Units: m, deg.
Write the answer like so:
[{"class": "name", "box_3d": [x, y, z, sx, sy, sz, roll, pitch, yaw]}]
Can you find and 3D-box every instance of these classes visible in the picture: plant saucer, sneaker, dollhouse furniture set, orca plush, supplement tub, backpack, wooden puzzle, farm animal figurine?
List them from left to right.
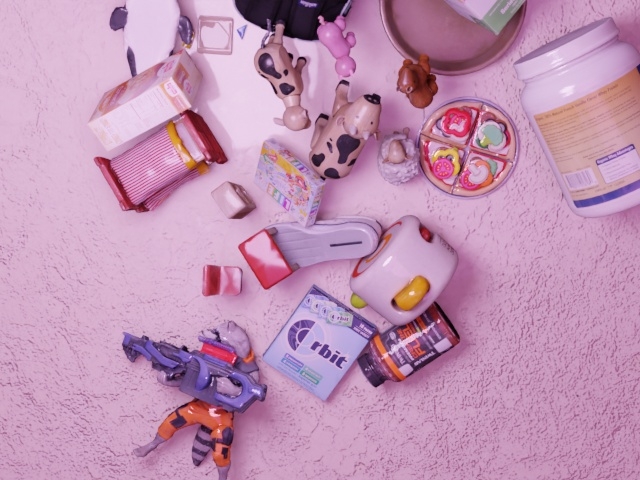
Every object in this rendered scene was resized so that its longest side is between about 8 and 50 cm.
[{"class": "orca plush", "box_3d": [-0.304, -0.384, 1.874, 0.151, 0.102, 0.287, -7, 121, 7]}, {"class": "dollhouse furniture set", "box_3d": [-0.230, -0.046, 1.871, 0.201, 0.152, 0.374, -33, 86, 7]}, {"class": "wooden puzzle", "box_3d": [-0.204, -0.396, 1.910, 0.116, 0.014, 0.078, 11, 105, 0]}, {"class": "backpack", "box_3d": [-0.044, -0.478, 1.775, 0.225, 0.253, 0.191, 17, 63, -4]}, {"class": "sneaker", "box_3d": [0.000, 0.000, 1.946, 0.258, 0.091, 0.094, 0, 107, 23]}, {"class": "farm animal figurine", "box_3d": [0.036, -0.228, 1.792, 0.331, 0.172, 0.326, 10, 140, 1]}, {"class": "supplement tub", "box_3d": [0.172, 0.212, 1.970, 0.198, 0.106, 0.106, -35, 98, 8]}, {"class": "plant saucer", "box_3d": [0.249, -0.452, 1.872, 0.278, 0.041, 0.277, 0, 100, 1]}, {"class": "supplement tub", "box_3d": [0.506, -0.224, 1.813, 0.228, 0.228, 0.316, -26, 100, 6]}]

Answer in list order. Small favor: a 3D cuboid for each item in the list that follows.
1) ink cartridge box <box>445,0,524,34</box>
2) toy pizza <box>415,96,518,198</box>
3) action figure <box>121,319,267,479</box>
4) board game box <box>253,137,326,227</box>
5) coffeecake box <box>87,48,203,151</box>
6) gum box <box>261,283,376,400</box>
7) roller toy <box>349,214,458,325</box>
[{"class": "ink cartridge box", "box_3d": [0.238, -0.473, 1.732, 0.212, 0.154, 0.093, 32, 102, -31]}, {"class": "toy pizza", "box_3d": [0.286, -0.178, 1.928, 0.201, 0.032, 0.201, 0, 101, 2]}, {"class": "action figure", "box_3d": [-0.252, 0.303, 2.004, 0.341, 0.178, 0.330, 27, 94, 24]}, {"class": "board game box", "box_3d": [-0.061, -0.111, 1.892, 0.154, 0.026, 0.103, 41, 135, 27]}, {"class": "coffeecake box", "box_3d": [-0.318, -0.257, 1.808, 0.186, 0.142, 0.068, -25, 117, 17]}, {"class": "gum box", "box_3d": [-0.003, 0.207, 2.006, 0.157, 0.041, 0.184, 34, 101, -5]}, {"class": "roller toy", "box_3d": [0.165, 0.061, 1.894, 0.146, 0.209, 0.191, 40, 65, -7]}]
